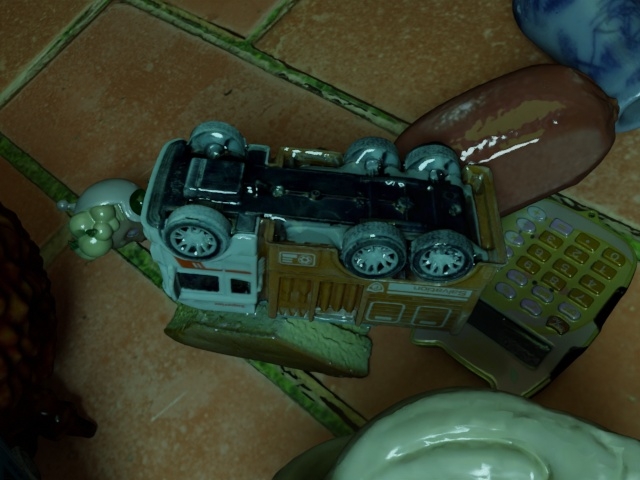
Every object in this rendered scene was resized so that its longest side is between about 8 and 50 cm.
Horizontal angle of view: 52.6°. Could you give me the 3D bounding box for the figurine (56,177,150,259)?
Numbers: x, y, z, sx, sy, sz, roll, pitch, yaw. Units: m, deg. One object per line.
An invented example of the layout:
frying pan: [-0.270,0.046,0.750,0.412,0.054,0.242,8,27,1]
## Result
figurine: [-0.215,-0.034,0.797,0.197,0.147,0.093,-12,79,-22]

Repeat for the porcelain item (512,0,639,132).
porcelain item: [0.311,-0.250,0.743,0.141,0.141,0.259,-23,68,5]

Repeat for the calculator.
calculator: [0.212,0.054,0.663,0.236,0.033,0.157,-45,57,-12]

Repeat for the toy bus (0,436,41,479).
toy bus: [-0.255,0.289,0.543,0.114,0.246,0.134,-33,27,-19]

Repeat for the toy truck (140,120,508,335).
toy truck: [0.000,0.000,0.606,0.306,0.162,0.136,6,48,-2]

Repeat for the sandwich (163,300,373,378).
sandwich: [-0.069,0.080,0.706,0.258,0.096,0.094,6,59,18]

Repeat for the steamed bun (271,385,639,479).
steamed bun: [0.101,0.278,0.445,0.343,0.255,0.367,-2,85,10]

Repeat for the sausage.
sausage: [0.186,-0.098,0.686,0.255,0.148,0.148,-18,58,16]

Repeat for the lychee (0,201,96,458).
lychee: [-0.464,0.109,0.645,0.500,0.425,0.424,21,64,-17]
